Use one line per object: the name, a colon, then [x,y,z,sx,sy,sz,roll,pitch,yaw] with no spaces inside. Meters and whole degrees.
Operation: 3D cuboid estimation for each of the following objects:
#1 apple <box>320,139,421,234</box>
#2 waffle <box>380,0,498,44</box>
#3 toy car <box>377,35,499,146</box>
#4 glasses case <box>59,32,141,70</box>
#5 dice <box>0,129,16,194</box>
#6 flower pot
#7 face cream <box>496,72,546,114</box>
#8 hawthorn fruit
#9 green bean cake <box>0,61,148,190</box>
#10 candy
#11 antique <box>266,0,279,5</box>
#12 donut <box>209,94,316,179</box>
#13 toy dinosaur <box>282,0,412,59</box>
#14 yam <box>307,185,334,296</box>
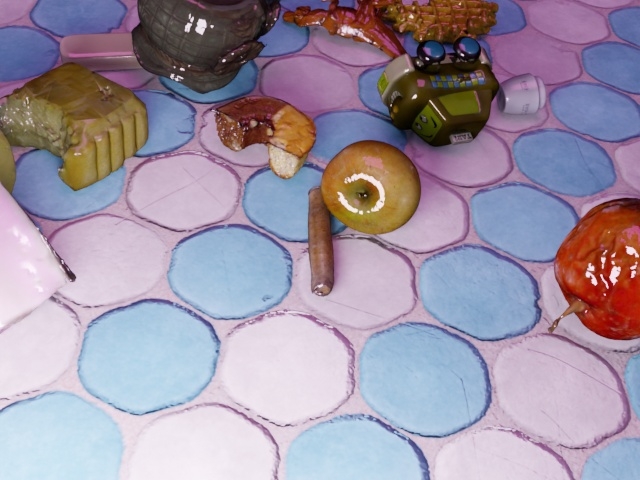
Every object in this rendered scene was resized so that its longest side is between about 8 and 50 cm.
apple: [0.097,-0.098,1.634,0.182,0.182,0.155,19,24,12]
waffle: [0.305,-0.576,2.227,0.293,0.069,0.260,-30,54,-31]
toy car: [0.260,-0.290,1.864,0.248,0.204,0.198,-9,69,-20]
glasses case: [-0.473,-0.417,1.960,0.196,0.050,0.083,-4,53,-13]
dice: [-0.653,-0.128,1.557,0.169,0.169,0.166,26,46,17]
flower pot: [-0.247,-0.474,1.914,0.302,0.213,0.302,15,48,-17]
face cream: [0.445,-0.322,1.968,0.095,0.091,0.091,-10,46,-7]
hawthorn fruit: [0.487,0.069,1.490,0.271,0.242,0.242,-38,53,1]
green bean cake: [-0.480,-0.228,1.718,0.236,0.124,0.233,28,48,19]
candy: [-0.524,0.006,1.374,0.155,0.116,0.265,-41,102,-29]
antique: [-0.151,-0.624,2.198,0.088,0.086,0.183,18,45,12]
donut: [-0.097,-0.208,1.778,0.217,0.085,0.141,34,49,24]
toy dinosaur: [0.125,-0.525,2.129,0.432,0.097,0.208,21,59,18]
yam: [0.000,0.000,1.606,0.046,0.046,0.264,3,45,-5]
